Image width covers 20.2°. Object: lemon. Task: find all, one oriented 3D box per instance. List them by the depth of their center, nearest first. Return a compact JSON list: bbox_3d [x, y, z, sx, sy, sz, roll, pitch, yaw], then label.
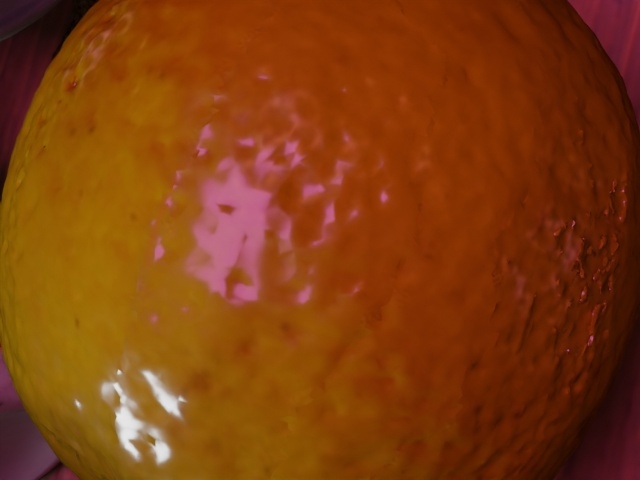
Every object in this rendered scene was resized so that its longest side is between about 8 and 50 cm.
[{"bbox_3d":[0.000,0.002,0.739,0.293,0.293,0.293,-5,77,24],"label":"lemon"}]

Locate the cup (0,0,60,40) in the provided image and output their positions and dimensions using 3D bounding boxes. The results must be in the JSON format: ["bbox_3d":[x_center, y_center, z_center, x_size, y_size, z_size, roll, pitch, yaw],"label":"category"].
[{"bbox_3d":[-0.324,-0.229,0.881,0.392,0.310,0.401,24,77,35],"label":"cup"}]

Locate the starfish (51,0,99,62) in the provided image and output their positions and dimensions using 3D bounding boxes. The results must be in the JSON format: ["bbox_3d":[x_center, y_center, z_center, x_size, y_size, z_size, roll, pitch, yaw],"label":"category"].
[{"bbox_3d":[-0.104,-0.177,0.938,0.208,0.053,0.176,-27,79,23],"label":"starfish"}]

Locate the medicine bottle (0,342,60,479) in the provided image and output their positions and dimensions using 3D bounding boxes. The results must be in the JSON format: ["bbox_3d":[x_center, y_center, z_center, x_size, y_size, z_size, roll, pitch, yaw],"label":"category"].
[{"bbox_3d":[-0.228,0.014,0.914,0.144,0.144,0.252,-39,68,13],"label":"medicine bottle"}]
